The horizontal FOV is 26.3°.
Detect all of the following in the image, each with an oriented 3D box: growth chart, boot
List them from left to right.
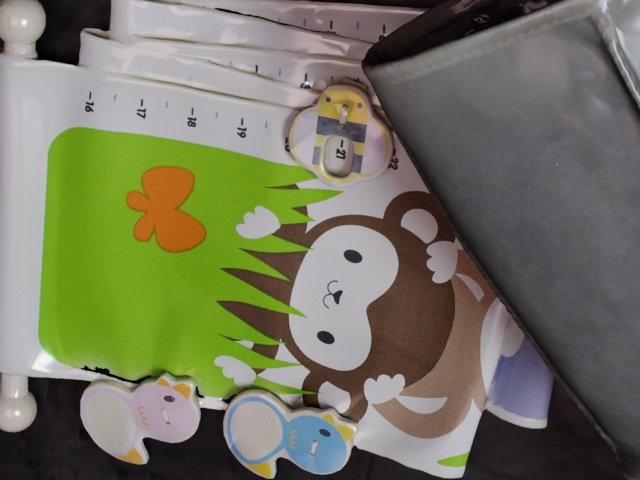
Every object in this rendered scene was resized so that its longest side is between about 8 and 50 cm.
[{"bbox_3d":[0.000,0.000,0.424,0.237,0.021,0.172,1,109,13],"label":"growth chart"},{"bbox_3d":[0.134,0.006,0.358,0.189,0.076,0.208,-21,101,9],"label":"boot"}]
